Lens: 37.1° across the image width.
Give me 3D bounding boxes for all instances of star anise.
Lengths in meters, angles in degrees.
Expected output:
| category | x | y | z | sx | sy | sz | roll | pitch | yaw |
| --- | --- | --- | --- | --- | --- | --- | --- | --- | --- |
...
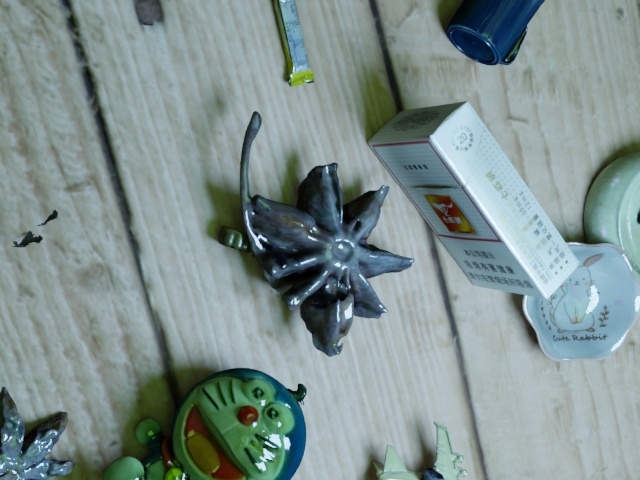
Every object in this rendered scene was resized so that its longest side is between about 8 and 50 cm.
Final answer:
| category | x | y | z | sx | sy | sz | roll | pitch | yaw |
| --- | --- | --- | --- | --- | --- | --- | --- | --- | --- |
| star anise | 0.000 | 0.000 | 1.487 | 0.316 | 0.139 | 0.359 | 8 | 81 | -38 |
| star anise | -0.453 | 0.338 | 1.336 | 0.262 | 0.081 | 0.230 | -47 | 120 | -16 |

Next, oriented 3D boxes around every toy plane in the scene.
| category | x | y | z | sx | sy | sz | roll | pitch | yaw |
| --- | --- | --- | --- | --- | --- | --- | --- | --- | --- |
| toy plane | 0.189 | 0.423 | 1.609 | 0.244 | 0.092 | 0.229 | 23 | 100 | -20 |

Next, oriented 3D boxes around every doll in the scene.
| category | x | y | z | sx | sy | sz | roll | pitch | yaw |
| --- | --- | --- | --- | --- | --- | --- | --- | --- | --- |
| doll | -0.154 | 0.310 | 1.408 | 0.322 | 0.186 | 0.198 | -31 | 74 | -1 |

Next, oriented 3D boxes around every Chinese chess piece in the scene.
| category | x | y | z | sx | sy | sz | roll | pitch | yaw |
| --- | --- | --- | --- | --- | --- | --- | --- | --- | --- |
| Chinese chess piece | 0.604 | -0.041 | 1.747 | 0.250 | 0.101 | 0.250 | -2 | 95 | -22 |

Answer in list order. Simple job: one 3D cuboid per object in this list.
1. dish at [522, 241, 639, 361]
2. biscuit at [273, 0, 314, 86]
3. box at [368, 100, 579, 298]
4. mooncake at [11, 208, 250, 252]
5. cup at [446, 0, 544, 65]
| category | x | y | z | sx | sy | sz | roll | pitch | yaw |
| --- | --- | --- | --- | --- | --- | --- | --- | --- | --- |
| dish | 0.452 | 0.104 | 1.696 | 0.230 | 0.081 | 0.229 | -2 | 99 | -12 |
| biscuit | -0.057 | -0.386 | 1.483 | 0.048 | 0.026 | 0.291 | -16 | 100 | -25 |
| box | 0.242 | -0.064 | 1.532 | 0.095 | 0.210 | 0.330 | -43 | 109 | -16 |
| mooncake | -0.263 | -0.012 | 1.395 | 0.347 | 0.150 | 0.057 | 1 | 85 | -8 |
| cup | 0.301 | -0.365 | 1.590 | 0.150 | 0.113 | 0.138 | 37 | 81 | -19 |
